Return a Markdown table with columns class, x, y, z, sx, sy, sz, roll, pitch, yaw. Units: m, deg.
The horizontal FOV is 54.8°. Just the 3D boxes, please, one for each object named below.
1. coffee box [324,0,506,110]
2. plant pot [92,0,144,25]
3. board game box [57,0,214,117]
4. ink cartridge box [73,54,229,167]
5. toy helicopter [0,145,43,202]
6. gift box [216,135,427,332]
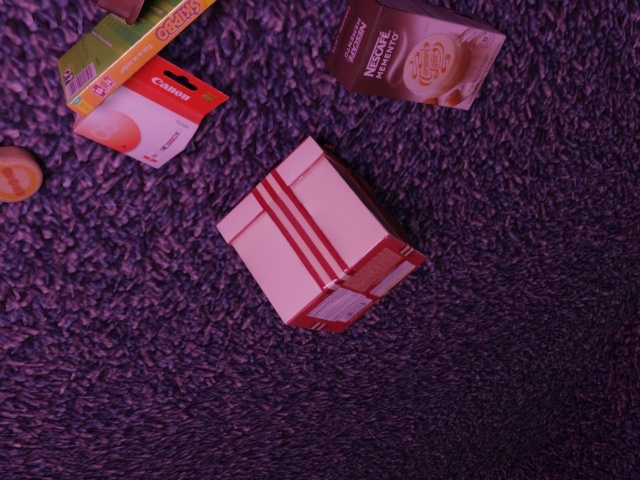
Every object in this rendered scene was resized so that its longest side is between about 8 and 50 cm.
| class | x | y | z | sx | sy | sz | roll | pitch | yaw |
| --- | --- | --- | --- | --- | --- | --- | --- | --- | --- |
| coffee box | 0.152 | -0.304 | 0.993 | 0.247 | 0.098 | 0.141 | 0 | 129 | -29 |
| plant pot | -0.273 | -0.350 | 0.686 | 0.165 | 0.167 | 0.166 | 12 | 123 | -26 |
| board game box | -0.229 | -0.278 | 0.791 | 0.259 | 0.124 | 0.039 | -40 | 138 | 11 |
| ink cartridge box | -0.242 | -0.180 | 0.885 | 0.179 | 0.045 | 0.146 | -23 | 147 | 37 |
| toy helicopter | -0.506 | -0.152 | 0.786 | 0.235 | 0.140 | 0.355 | -49 | 146 | 7 |
| gift box | 0.000 | 0.000 | 1.091 | 0.255 | 0.258 | 0.276 | -40 | 156 | 8 |
